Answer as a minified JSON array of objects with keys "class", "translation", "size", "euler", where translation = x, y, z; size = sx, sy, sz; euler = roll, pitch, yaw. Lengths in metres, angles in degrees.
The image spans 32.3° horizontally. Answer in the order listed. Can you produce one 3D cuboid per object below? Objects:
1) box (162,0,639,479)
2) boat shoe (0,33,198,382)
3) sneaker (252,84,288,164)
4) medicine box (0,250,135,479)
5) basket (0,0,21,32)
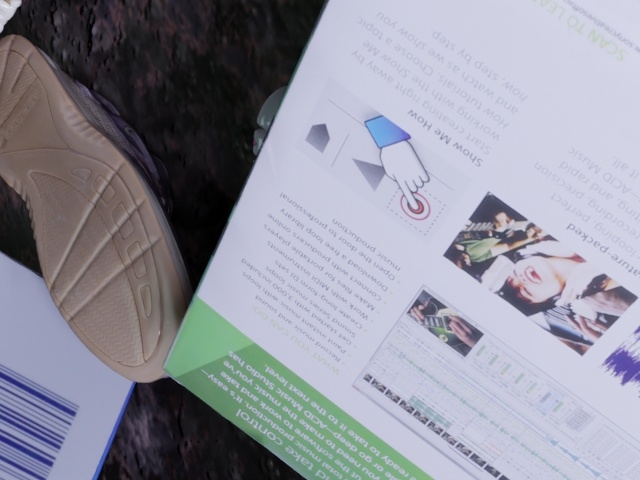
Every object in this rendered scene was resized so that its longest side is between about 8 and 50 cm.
[{"class":"box","translation":[0.074,0.024,0.446],"size":[0.232,0.058,0.322],"euler":[37,136,6]},{"class":"boat shoe","translation":[-0.143,-0.027,0.740],"size":[0.103,0.092,0.285],"euler":[-50,59,19]},{"class":"sneaker","translation":[0.000,0.000,0.612],"size":[0.075,0.063,0.170],"euler":[11,102,51]},{"class":"medicine box","translation":[-0.285,0.190,0.797],"size":[0.289,0.149,0.263],"euler":[-38,26,45]},{"class":"basket","translation":[-0.270,-0.190,0.767],"size":[0.103,0.113,0.167],"euler":[-56,28,19]}]
